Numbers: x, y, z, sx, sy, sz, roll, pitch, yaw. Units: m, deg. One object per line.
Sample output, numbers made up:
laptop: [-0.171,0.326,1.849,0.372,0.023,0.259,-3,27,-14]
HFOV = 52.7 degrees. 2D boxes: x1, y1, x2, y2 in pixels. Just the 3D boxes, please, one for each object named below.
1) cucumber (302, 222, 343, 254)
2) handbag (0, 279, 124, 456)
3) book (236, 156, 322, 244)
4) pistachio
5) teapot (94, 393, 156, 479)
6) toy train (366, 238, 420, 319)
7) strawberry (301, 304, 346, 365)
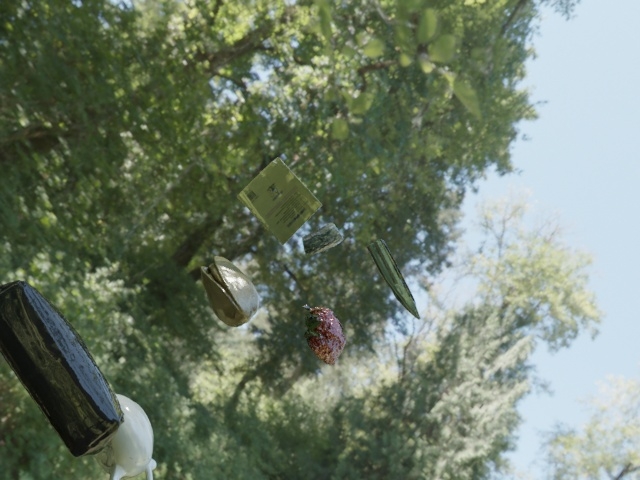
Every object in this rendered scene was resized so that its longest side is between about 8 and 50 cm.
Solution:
cucumber: [0.002,-0.001,1.750,0.064,0.112,0.064,63,-3,5]
handbag: [-0.346,0.165,0.879,0.246,0.080,0.223,57,-14,-1]
book: [-0.113,-0.112,1.814,0.192,0.168,0.013,48,-16,-14]
pistachio: [-0.245,0.134,1.727,0.226,0.136,0.135,53,-19,32]
teapot: [-0.493,0.495,1.571,0.208,0.166,0.299,-50,-123,29]
toy train: [0.209,0.118,1.828,0.251,0.048,0.055,63,-10,8]
strawberry: [0.016,0.253,1.753,0.140,0.085,0.192,-19,88,-75]
